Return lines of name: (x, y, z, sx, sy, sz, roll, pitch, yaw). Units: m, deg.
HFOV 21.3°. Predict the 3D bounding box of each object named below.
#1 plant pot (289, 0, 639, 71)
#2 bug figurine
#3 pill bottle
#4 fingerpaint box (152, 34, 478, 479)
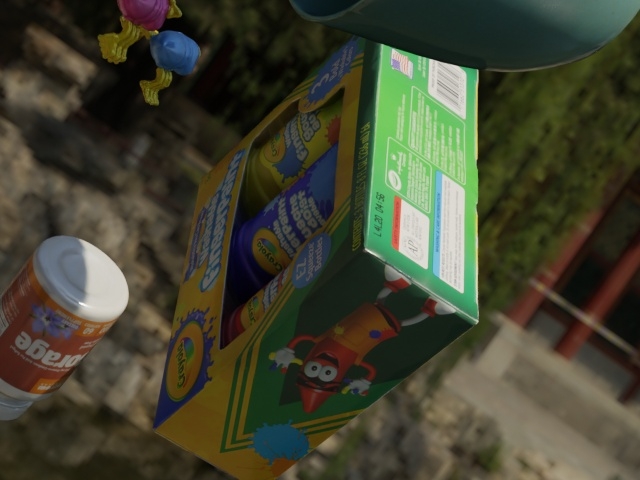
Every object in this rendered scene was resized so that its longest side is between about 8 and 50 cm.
plant pot: (0.144, -0.272, 1.405, 0.235, 0.293, 0.293, 22, 7, -27)
bug figurine: (-0.175, -0.267, 1.573, 0.216, 0.072, 0.279, -32, 105, -81)
pill bottle: (-0.322, 0.106, 1.945, 0.121, 0.216, 0.121, 29, 31, -20)
fingerpaint box: (0.000, 0.000, 1.946, 0.163, 0.371, 0.445, 33, 37, -22)
